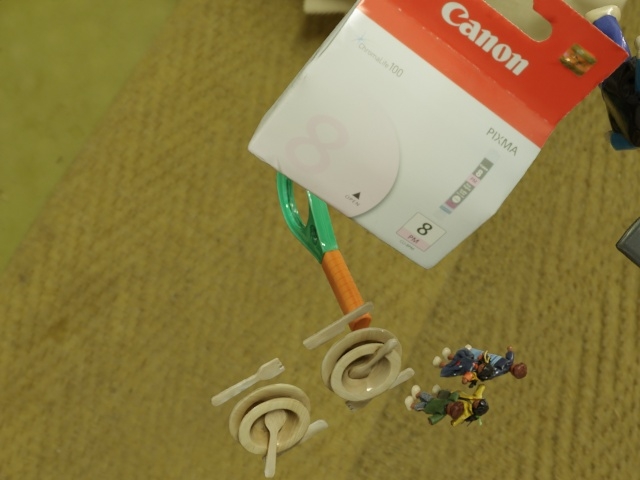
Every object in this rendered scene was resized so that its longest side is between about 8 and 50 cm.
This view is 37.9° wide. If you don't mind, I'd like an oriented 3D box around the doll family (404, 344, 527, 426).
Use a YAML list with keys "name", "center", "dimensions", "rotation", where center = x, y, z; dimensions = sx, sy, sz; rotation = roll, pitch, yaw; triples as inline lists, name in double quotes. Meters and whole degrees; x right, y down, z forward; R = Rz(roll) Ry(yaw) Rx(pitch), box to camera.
- name: "doll family"
  center: [0.217, 0.207, 1.345]
  dimensions: [0.111, 0.076, 0.193]
  rotation: [4, 47, 48]

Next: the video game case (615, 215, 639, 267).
- name: "video game case"
  center: [0.314, 0.079, 0.605]
  dimensions: [0.275, 0.248, 0.035]
  rotation: [42, 103, 15]

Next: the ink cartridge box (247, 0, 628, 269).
- name: "ink cartridge box"
  center: [0.083, -0.102, 0.710]
  dimensions: [0.232, 0.189, 0.066]
  rotation: [-45, 18, 41]

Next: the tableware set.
- name: "tableware set"
  center: [0.000, 0.158, 0.931]
  dimensions: [0.194, 0.128, 0.039]
  rotation: [-32, 40, 1]

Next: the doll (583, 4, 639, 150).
- name: "doll"
  center: [0.304, -0.152, 0.919]
  dimensions: [0.046, 0.129, 0.189]
  rotation: [-6, 52, -7]

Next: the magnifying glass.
- name: "magnifying glass"
  center: [0.000, 0.000, 1.021]
  dimensions: [0.026, 0.092, 0.231]
  rotation: [-12, 55, -23]
